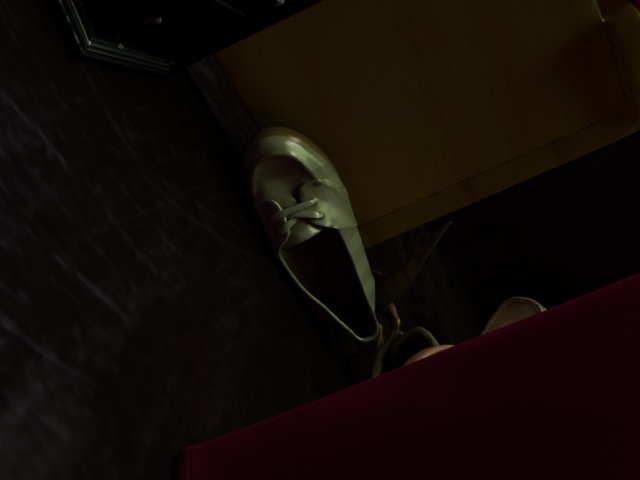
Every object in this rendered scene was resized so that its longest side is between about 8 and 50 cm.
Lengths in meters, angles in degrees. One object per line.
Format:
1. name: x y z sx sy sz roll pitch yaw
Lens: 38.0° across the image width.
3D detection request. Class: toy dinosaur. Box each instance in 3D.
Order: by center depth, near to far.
1. toy dinosaur: 0.052 0.051 0.882 0.211 0.064 0.112 -11 -93 65

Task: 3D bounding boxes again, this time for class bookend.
1. bookend: -0.071 -0.172 0.583 0.156 0.157 0.072 -31 97 -80

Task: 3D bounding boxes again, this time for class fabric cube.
1. fabric cube: 0.113 0.208 0.401 0.254 0.258 0.259 -103 165 -49

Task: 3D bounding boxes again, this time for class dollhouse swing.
1. dollhouse swing: 0.080 -0.193 0.857 0.305 0.347 0.315 62 11 -21

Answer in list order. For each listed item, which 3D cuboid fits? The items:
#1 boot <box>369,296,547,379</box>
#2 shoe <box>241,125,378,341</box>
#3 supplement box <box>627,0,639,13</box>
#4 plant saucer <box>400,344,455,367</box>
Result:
1. boot: 0.142 0.130 0.910 0.262 0.095 0.203 -60 137 -22
2. shoe: 0.000 0.000 0.780 0.058 0.077 0.219 -110 173 -54
3. supplement box: 0.313 -0.233 0.827 0.220 0.111 0.114 47 22 -60
4. plant saucer: 0.091 0.183 0.742 0.200 0.037 0.199 8 79 -50
